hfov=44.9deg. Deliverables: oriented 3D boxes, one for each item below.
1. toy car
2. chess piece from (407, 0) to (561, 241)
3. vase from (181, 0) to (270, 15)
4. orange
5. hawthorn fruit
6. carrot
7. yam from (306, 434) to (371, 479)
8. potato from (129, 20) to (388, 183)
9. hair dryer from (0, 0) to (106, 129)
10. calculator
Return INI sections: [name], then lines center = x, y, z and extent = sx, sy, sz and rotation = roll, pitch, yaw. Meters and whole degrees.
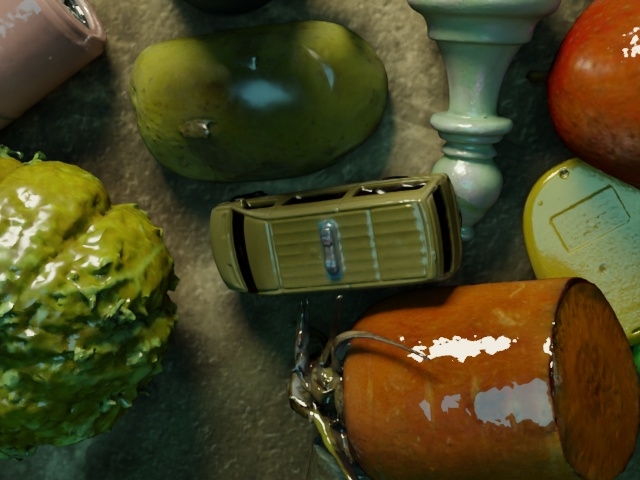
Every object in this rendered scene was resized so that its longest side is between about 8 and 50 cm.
[toy car]
center = 0.000, 0.000, 0.738
extent = 0.257, 0.124, 0.101
rotation = -6, 99, 21
[chess piece]
center = 0.147, -0.129, 0.737
extent = 0.139, 0.139, 0.271
rotation = 3, 109, 7
[vase]
center = -0.084, -0.279, 0.661
extent = 0.251, 0.301, 0.156
rotation = 24, 100, -5
[orange]
center = -0.296, 0.071, 0.747
extent = 0.300, 0.223, 0.301
rotation = 38, 106, -9
[hawthorn fruit]
center = 0.288, -0.140, 0.694
extent = 0.226, 0.197, 0.196
rotation = 16, 100, 36
[carrot]
center = 0.116, 0.139, 0.717
extent = 0.331, 0.214, 0.193
rotation = -6, 83, 22
[yam]
center = 0.014, 0.331, 0.809
extent = 0.106, 0.106, 0.259
rotation = 11, 98, 6
[potato]
center = -0.070, -0.138, 0.761
extent = 0.272, 0.111, 0.160
rotation = -3, 94, 7
[hair dryer]
center = -0.394, -0.280, 0.790
extent = 0.210, 0.125, 0.352
rotation = -34, 85, 9
[calculator]
center = 0.293, 0.027, 0.770
extent = 0.146, 0.032, 0.235
rotation = -31, 94, 10
